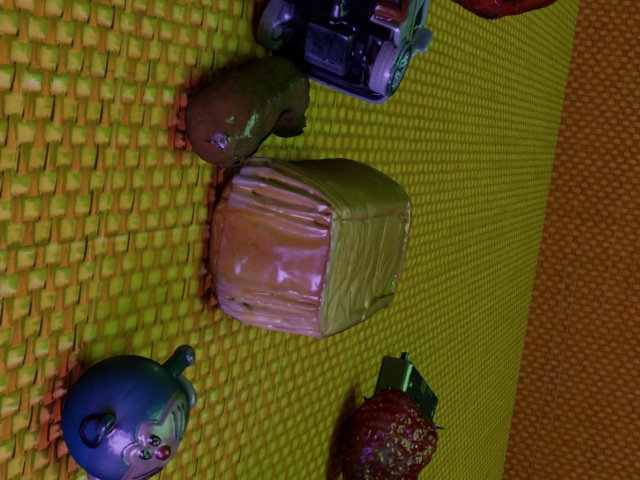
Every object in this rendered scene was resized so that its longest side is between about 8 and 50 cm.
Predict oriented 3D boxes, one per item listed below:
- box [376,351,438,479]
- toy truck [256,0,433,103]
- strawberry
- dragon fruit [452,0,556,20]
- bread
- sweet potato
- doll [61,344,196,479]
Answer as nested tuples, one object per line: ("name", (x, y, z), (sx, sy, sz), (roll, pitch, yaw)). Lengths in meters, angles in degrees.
("box", (0.120, 0.288, 1.769), (0.270, 0.045, 0.211), (57, 48, -65))
("toy truck", (0.048, -0.265, 0.996), (0.184, 0.132, 0.338), (-58, 166, -35))
("strawberry", (0.086, 0.264, 1.526), (0.148, 0.131, 0.131), (-72, 163, -48))
("dragon fruit", (0.228, -0.394, 1.442), (0.241, 0.240, 0.252), (33, 54, -71))
("bread", (0.000, 0.000, 1.112), (0.288, 0.119, 0.153), (-14, 116, -70))
("sweet potato", (-0.052, -0.113, 0.990), (0.233, 0.062, 0.081), (-38, 149, -70))
("doll", (-0.130, 0.124, 0.838), (0.114, 0.085, 0.152), (-60, 172, -1))
